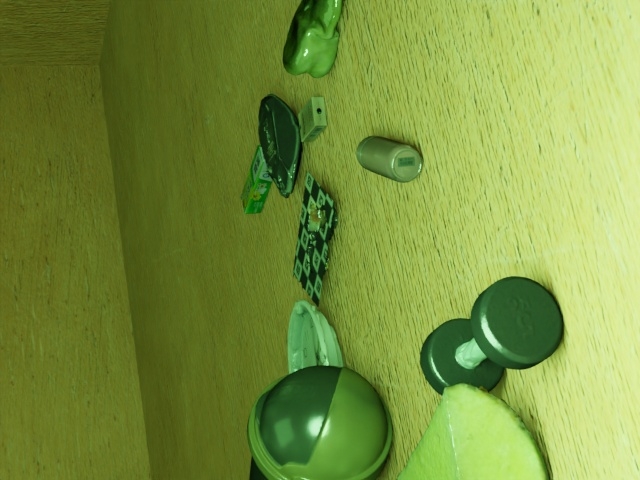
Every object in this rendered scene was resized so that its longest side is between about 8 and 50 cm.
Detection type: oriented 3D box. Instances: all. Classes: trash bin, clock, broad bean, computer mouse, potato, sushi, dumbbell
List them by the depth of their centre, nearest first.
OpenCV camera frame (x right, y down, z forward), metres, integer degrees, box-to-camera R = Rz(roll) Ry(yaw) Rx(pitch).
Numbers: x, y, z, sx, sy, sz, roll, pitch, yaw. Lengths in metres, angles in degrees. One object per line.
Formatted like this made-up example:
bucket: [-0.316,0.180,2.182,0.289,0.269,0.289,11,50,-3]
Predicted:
dumbbell: [0.190,0.115,1.394,0.191,0.100,0.100,129,135,-64]
potato: [0.169,0.299,1.463,0.255,0.112,0.269,159,106,-73]
trash bin: [-0.010,0.315,1.857,0.334,0.214,0.214,105,156,-54]
broad bean: [-0.004,-0.366,1.993,0.153,0.072,0.206,-134,56,-60]
clock: [-0.003,0.215,2.064,0.236,0.053,0.236,177,90,-74]
sushi: [0.000,0.000,2.065,0.139,0.031,0.201,-128,42,-57]
computer mouse: [-0.065,-0.171,2.192,0.106,0.062,0.192,138,121,-66]

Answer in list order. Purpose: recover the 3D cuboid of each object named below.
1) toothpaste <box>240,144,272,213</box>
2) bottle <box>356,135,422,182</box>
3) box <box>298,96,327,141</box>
toothpaste: [-0.120,-0.118,2.402,0.178,0.037,0.043,114,149,-54]
bottle: [0.095,-0.115,1.726,0.140,0.053,0.053,-149,58,-68]
box: [-0.014,-0.204,2.091,0.083,0.024,0.053,138,128,-69]
